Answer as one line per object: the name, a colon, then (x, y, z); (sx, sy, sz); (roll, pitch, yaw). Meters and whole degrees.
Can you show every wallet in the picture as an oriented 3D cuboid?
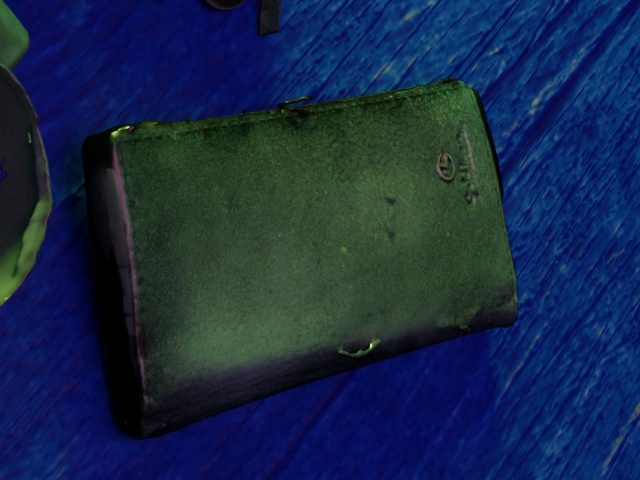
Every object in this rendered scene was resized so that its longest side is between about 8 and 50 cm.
wallet: (0.000, 0.000, 1.229); (0.379, 0.046, 0.191); (-14, 97, -47)

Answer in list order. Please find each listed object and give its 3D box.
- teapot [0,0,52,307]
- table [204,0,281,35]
teapot: (-0.234, -0.031, 0.860); (0.171, 0.225, 0.203); (52, 52, -30)
table: (-0.064, -0.233, 1.181); (0.146, 0.062, 0.175); (16, 71, -44)
